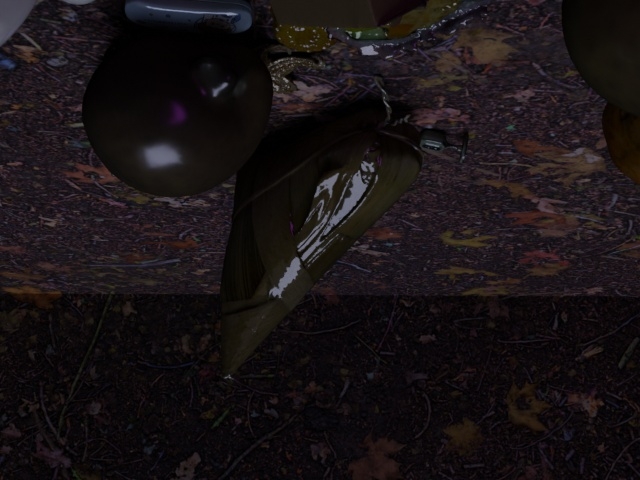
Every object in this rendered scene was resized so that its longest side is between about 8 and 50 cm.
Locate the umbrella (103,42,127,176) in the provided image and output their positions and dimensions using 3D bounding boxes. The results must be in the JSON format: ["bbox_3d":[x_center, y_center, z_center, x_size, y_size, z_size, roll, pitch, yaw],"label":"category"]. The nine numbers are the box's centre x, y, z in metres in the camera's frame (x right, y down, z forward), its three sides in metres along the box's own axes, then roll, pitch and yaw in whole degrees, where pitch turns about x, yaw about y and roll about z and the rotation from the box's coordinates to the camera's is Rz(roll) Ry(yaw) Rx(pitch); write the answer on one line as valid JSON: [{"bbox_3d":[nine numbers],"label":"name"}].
[{"bbox_3d":[-0.332,-0.230,1.612,0.113,0.106,0.358,-5,158,-11],"label":"umbrella"}]

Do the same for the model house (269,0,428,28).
[{"bbox_3d":[0.068,-0.353,1.036,0.248,0.176,0.180,-35,-148,-33],"label":"model house"}]

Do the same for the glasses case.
[{"bbox_3d":[-0.184,-0.322,1.325,0.178,0.045,0.067,3,165,-5],"label":"glasses case"}]

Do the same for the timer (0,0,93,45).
[{"bbox_3d":[-0.389,-0.307,1.072,0.233,0.234,0.240,-9,157,32],"label":"timer"}]

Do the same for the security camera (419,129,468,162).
[{"bbox_3d":[0.230,-0.180,1.775,0.092,0.058,0.058,10,164,3],"label":"security camera"}]

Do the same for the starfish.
[{"bbox_3d":[-0.082,-0.261,1.514,0.209,0.053,0.150,-9,165,28],"label":"starfish"}]

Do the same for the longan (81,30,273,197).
[{"bbox_3d":[-0.207,-0.192,1.388,0.300,0.243,0.300,-39,-178,2],"label":"longan"}]

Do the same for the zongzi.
[{"bbox_3d":[0.017,0.008,1.689,0.218,0.467,0.500,20,155,-35],"label":"zongzi"}]

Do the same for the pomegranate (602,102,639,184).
[{"bbox_3d":[0.549,-0.182,1.418,0.248,0.248,0.248,2,164,0],"label":"pomegranate"}]

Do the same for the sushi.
[{"bbox_3d":[0.105,-0.324,1.176,0.241,0.108,0.161,-16,158,32],"label":"sushi"}]

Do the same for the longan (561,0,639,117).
[{"bbox_3d":[0.427,-0.262,1.018,0.318,0.319,0.319,2,164,0],"label":"longan"}]

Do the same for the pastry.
[{"bbox_3d":[-0.021,-0.309,1.333,0.109,0.057,0.097,-12,157,36],"label":"pastry"}]
